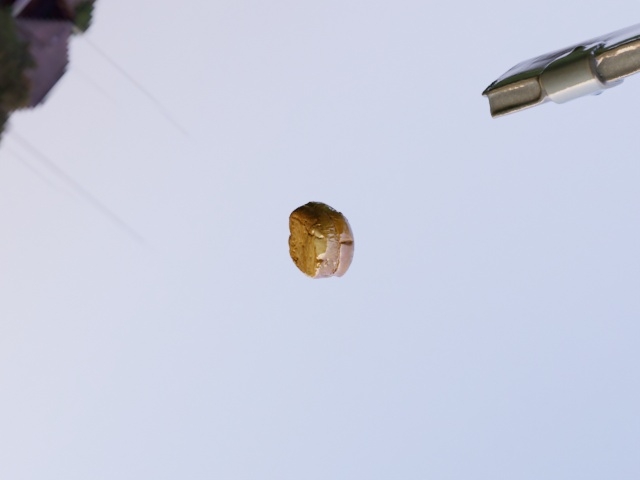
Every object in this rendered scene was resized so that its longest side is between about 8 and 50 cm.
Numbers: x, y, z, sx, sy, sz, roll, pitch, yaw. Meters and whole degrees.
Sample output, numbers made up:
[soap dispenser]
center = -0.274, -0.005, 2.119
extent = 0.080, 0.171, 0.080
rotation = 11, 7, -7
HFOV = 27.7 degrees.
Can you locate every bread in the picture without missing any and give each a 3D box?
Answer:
[bread]
center = 0.000, 0.000, 1.273
extent = 0.046, 0.081, 0.083
rotation = -13, 172, -27

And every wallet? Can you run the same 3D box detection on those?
[wallet]
center = 0.449, -0.288, 2.090
extent = 0.360, 0.083, 0.252
rotation = -16, -167, 38
